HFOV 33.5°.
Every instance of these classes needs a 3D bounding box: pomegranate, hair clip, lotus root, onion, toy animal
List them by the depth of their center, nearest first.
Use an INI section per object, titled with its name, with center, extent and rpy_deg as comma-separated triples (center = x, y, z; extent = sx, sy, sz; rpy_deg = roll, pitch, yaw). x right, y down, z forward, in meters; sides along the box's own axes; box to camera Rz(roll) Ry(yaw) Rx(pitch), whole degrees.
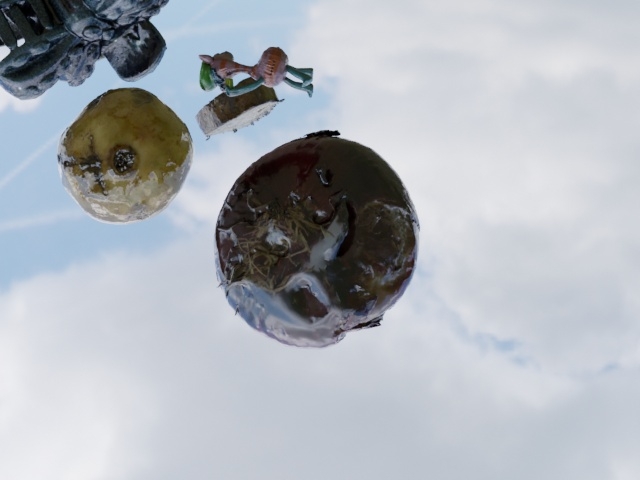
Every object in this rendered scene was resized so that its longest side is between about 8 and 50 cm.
[hair clip]
center = -0.332, -0.327, 1.503
extent = 0.310, 0.195, 0.206
rpy_deg = -35, 168, 19
[onion]
center = 0.000, 0.000, 1.518
extent = 0.313, 0.314, 0.232
rpy_deg = 11, 177, 25
[toy animal]
center = -0.114, -0.286, 1.861
extent = 0.208, 0.100, 0.103
rpy_deg = 7, -127, 6
[pomegranate]
center = -0.362, -0.155, 1.981
extent = 0.260, 0.261, 0.260
rpy_deg = -1, -155, 1
[lotus root]
center = -0.185, -0.282, 2.309
extent = 0.170, 0.075, 0.260
rpy_deg = -26, -179, -28

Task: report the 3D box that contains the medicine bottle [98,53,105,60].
[medicine bottle]
center = -0.416, -0.374, 2.044
extent = 0.083, 0.047, 0.047
rpy_deg = -21, -153, -4
